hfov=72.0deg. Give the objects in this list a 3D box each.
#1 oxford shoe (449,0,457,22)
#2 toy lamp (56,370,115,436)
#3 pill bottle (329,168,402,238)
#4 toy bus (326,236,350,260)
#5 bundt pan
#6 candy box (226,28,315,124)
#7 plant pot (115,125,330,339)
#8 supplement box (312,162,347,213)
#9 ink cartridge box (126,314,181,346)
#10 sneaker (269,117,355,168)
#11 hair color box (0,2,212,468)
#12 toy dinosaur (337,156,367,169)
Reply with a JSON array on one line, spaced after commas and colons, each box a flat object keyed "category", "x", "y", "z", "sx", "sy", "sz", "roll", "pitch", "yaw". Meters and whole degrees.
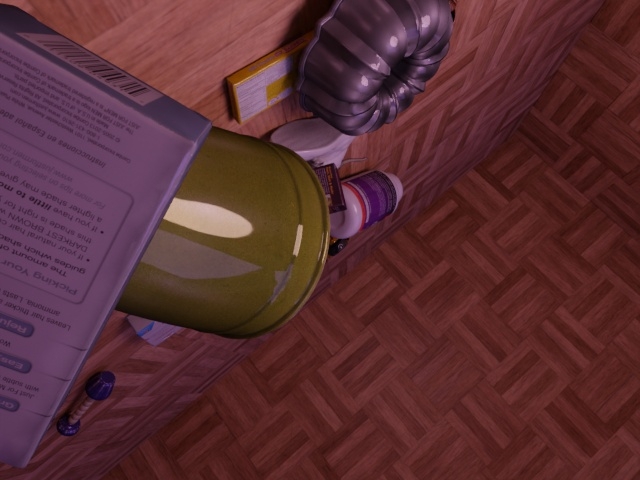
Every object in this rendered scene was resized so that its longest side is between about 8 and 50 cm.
[{"category": "oxford shoe", "x": 0.254, "y": -0.522, "z": 0.920, "sx": 0.076, "sy": 0.076, "sz": 0.212, "roll": -44, "pitch": 163, "yaw": 17}, {"category": "toy lamp", "x": -0.712, "y": 0.496, "z": 1.344, "sx": 0.274, "sy": 0.080, "sz": 0.080, "roll": -48, "pitch": 163, "yaw": 20}, {"category": "pill bottle", "x": 0.142, "y": -0.135, "z": 1.491, "sx": 0.323, "sy": 0.181, "sz": 0.181, "roll": -26, "pitch": 158, "yaw": -43}, {"category": "toy bus", "x": 0.000, "y": 0.000, "z": 1.635, "sx": 0.220, "sy": 0.149, "sz": 0.211, "roll": -42, "pitch": 180, "yaw": 11}, {"category": "bundt pan", "x": 0.118, "y": -0.330, "z": 0.825, "sx": 0.331, "sy": 0.124, "sz": 0.331, "roll": -39, "pitch": 165, "yaw": -13}, {"category": "candy box", "x": -0.077, "y": -0.301, "z": 0.809, "sx": 0.206, "sy": 0.027, "sz": 0.105, "roll": -37, "pitch": 161, "yaw": -18}, {"category": "plant pot", "x": -0.228, "y": -0.034, "z": 0.659, "sx": 0.366, "sy": 0.366, "sz": 0.353, "roll": -46, "pitch": 152, "yaw": 15}, {"category": "supplement box", "x": -0.040, "y": -0.105, "z": 1.053, "sx": 0.188, "sy": 0.104, "sz": 0.081, "roll": -13, "pitch": 173, "yaw": 8}, {"category": "ink cartridge box", "x": -0.465, "y": 0.232, "z": 1.251, "sx": 0.104, "sy": 0.061, "sz": 0.181, "roll": -36, "pitch": 163, "yaw": -19}, {"category": "sneaker", "x": -0.020, "y": -0.205, "z": 1.058, "sx": 0.292, "sy": 0.108, "sz": 0.169, "roll": -29, "pitch": 157, "yaw": -42}, {"category": "hair color box", "x": -0.271, "y": 0.015, "z": 0.397, "sx": 0.374, "sy": 0.185, "sz": 0.113, "roll": -56, "pitch": -162, "yaw": 16}, {"category": "toy dinosaur", "x": 0.001, "y": -0.167, "z": 1.228, "sx": 0.118, "sy": 0.064, "sz": 0.268, "roll": -30, "pitch": -178, "yaw": -44}]
